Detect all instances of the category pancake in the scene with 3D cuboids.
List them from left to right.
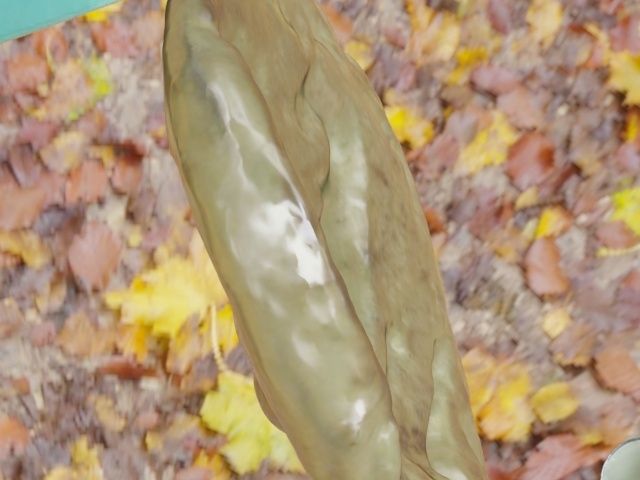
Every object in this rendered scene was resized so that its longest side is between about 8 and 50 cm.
[{"bbox_3d":[0.000,0.000,0.517,0.050,0.242,0.242,-18,75,10],"label":"pancake"}]

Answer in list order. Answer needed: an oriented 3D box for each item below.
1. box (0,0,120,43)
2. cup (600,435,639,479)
[{"bbox_3d":[-0.216,-0.145,0.770,0.205,0.311,0.118,-5,106,25],"label":"box"},{"bbox_3d":[0.236,0.166,1.036,0.075,0.083,0.055,-29,47,24],"label":"cup"}]
